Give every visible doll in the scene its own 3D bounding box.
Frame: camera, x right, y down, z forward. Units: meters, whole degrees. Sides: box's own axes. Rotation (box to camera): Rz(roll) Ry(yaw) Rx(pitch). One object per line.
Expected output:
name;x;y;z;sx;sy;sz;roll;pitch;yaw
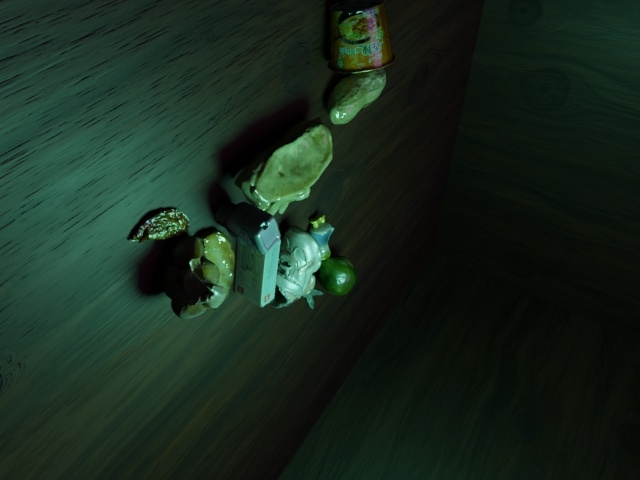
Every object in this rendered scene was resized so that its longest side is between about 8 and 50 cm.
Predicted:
doll;-0.001;0.000;1.984;0.135;0.098;0.241;-73;169;-46

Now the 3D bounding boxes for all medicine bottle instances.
medicine bottle;-0.224;-0.050;1.375;0.094;0.187;0.119;-53;153;-24

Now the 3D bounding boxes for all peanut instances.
peanut;0.130;-0.545;1.687;0.313;0.149;0.149;-49;152;-30

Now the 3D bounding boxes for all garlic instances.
garlic;-0.369;0.109;1.287;0.160;0.214;0.191;-30;174;-8

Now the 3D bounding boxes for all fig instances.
fig;0.056;0.150;2.175;0.244;0.195;0.195;35;79;-31

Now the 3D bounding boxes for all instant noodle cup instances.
instant noodle cup;0.124;-0.667;1.472;0.230;0.230;0.182;-45;141;-36

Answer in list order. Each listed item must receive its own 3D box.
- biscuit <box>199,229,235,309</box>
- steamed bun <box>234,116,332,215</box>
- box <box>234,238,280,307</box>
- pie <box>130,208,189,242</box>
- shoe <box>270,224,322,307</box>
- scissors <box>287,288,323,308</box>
biscuit;-0.336;0.092;1.462;0.154;0.045;0.299;-30;138;-50
steamed bun;-0.115;-0.214;1.496;0.428;0.189;0.247;-50;122;-36
box;-0.221;0.093;1.584;0.079;0.135;0.270;-34;142;-49
pie;-0.411;-0.039;1.204;0.191;0.033;0.088;-11;119;-61
shoe;-0.114;0.118;1.779;0.198;0.171;0.351;-38;143;-40
scissors;-0.060;0.234;2.167;0.256;0.029;0.383;-61;154;-12
